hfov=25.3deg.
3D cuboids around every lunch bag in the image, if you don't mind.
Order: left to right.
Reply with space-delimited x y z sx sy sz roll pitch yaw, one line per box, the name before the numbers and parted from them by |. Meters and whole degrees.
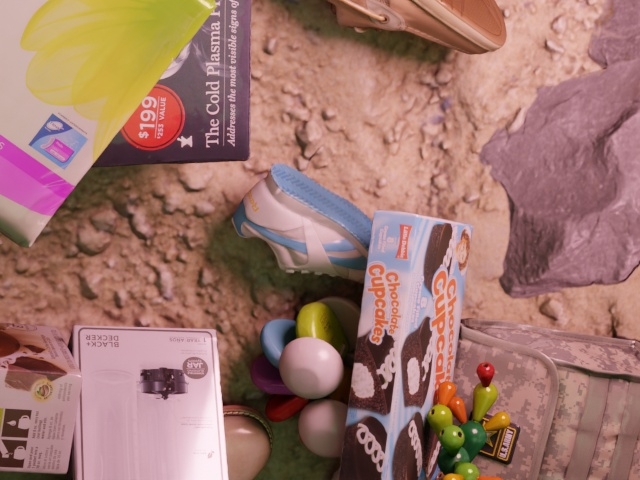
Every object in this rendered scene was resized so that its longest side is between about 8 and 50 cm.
lunch bag | 0.270 0.232 1.774 0.287 0.169 0.235 9 103 -14

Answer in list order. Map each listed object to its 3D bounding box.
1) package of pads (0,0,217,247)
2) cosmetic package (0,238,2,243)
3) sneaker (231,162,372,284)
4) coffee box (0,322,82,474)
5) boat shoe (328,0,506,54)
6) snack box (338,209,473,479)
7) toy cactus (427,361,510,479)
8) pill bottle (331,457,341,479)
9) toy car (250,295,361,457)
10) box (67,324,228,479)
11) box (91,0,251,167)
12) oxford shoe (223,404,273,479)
package of pads | -0.276 -0.178 1.305 0.229 0.101 0.296 38 90 -25
cosmetic package | -0.393 -0.037 1.526 0.060 0.041 0.115 -26 112 -12
sneaker | 0.000 0.000 1.663 0.229 0.087 0.092 35 115 -29
coffee box | -0.418 0.157 1.502 0.297 0.168 0.118 6 102 -22
boat shoe | 0.056 -0.295 1.591 0.341 0.121 0.110 29 131 -21
snack box | 0.101 0.131 1.644 0.187 0.060 0.321 6 91 -65
toy cactus | 0.165 0.266 1.650 0.112 0.219 0.180 9 141 12
pill bottle | 0.054 0.329 1.763 0.086 0.086 0.152 -4 105 -19
toy car | -0.014 0.160 1.677 0.136 0.159 0.182 -7 114 22
box | -0.191 0.241 1.552 0.169 0.087 0.289 2 60 -18
box | -0.240 -0.253 1.449 0.313 0.179 0.343 -4 106 -17
oxford shoe | -0.218 0.325 1.629 0.397 0.146 0.140 -30 110 -11
